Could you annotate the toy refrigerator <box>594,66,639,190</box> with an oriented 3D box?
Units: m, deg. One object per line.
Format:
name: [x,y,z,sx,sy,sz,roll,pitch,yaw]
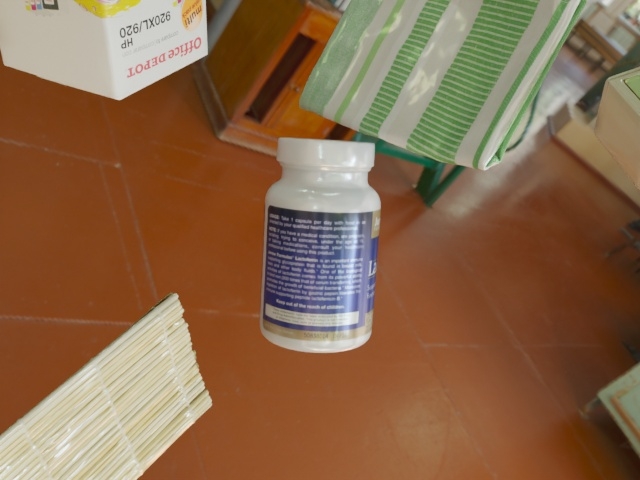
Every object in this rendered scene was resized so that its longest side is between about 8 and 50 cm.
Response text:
toy refrigerator: [0.448,-0.156,0.691,0.094,0.269,0.102,73,-2,-54]

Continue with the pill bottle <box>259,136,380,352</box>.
pill bottle: [0.000,0.000,0.853,0.153,0.264,0.153,3,11,-1]

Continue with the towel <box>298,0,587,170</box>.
towel: [0.136,-0.240,0.842,0.325,0.248,0.038,30,4,37]

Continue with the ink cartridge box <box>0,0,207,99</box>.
ink cartridge box: [-0.239,-0.302,0.701,0.168,0.232,0.171,20,39,20]

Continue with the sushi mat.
sushi mat: [-0.206,0.187,0.508,0.019,0.151,0.316,18,45,33]
